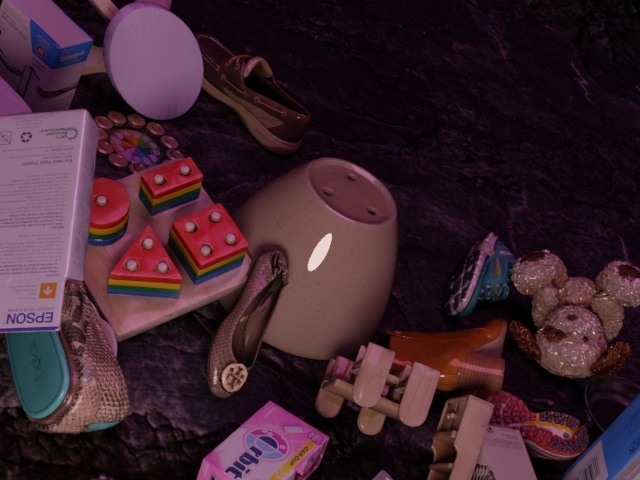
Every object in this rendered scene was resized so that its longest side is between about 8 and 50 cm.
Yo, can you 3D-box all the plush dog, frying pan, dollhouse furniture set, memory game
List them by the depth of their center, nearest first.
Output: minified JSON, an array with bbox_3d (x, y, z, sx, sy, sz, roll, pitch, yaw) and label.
[{"bbox_3d":[0.114,0.281,1.767,0.242,0.212,0.161,24,73,-10],"label":"dollhouse furniture set"},{"bbox_3d":[0.520,0.340,2.119,0.326,0.053,0.197,-11,52,-42],"label":"frying pan"},{"bbox_3d":[-0.335,-0.175,2.141,0.186,0.012,0.186,20,36,-16],"label":"memory game"},{"bbox_3d":[0.478,0.165,2.232,0.262,0.210,0.225,10,46,18],"label":"plush dog"}]

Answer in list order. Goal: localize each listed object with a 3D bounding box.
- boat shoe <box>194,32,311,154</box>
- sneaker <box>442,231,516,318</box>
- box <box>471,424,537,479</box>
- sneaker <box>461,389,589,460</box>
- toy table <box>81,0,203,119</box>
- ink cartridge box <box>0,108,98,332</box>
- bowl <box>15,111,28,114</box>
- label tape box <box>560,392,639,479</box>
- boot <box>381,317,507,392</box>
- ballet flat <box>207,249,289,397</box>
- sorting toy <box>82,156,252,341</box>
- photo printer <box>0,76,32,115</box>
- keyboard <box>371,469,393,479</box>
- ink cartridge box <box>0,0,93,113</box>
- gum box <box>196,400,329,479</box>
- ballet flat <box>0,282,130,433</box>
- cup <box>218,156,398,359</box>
[{"bbox_3d":[-0.143,-0.324,2.374,0.123,0.123,0.342,-14,55,-46],"label":"boat shoe"},{"bbox_3d":[0.318,0.074,2.258,0.110,0.107,0.275,43,35,0],"label":"sneaker"},{"bbox_3d":[0.277,0.420,1.783,0.094,0.113,0.275,13,37,-23],"label":"box"},{"bbox_3d":[0.332,0.322,1.982,0.225,0.093,0.088,21,62,9],"label":"sneaker"},{"bbox_3d":[-0.346,-0.362,2.192,0.252,0.274,0.161,-35,55,-18],"label":"toy table"},{"bbox_3d":[-0.476,-0.015,1.600,0.324,0.071,0.330,-3,67,10],"label":"ink cartridge box"},{"bbox_3d":[-0.458,-0.121,1.888,0.142,0.142,0.053,31,-2,-10],"label":"bowl"},{"bbox_3d":[0.610,0.411,1.923,0.347,0.249,0.115,23,35,-12],"label":"label tape box"},{"bbox_3d":[0.213,0.182,2.044,0.211,0.104,0.295,11,13,6],"label":"boot"},{"bbox_3d":[-0.104,0.126,1.800,0.084,0.058,0.250,49,56,-47],"label":"ballet flat"},{"bbox_3d":[-0.262,-0.010,1.834,0.255,0.089,0.257,-23,65,-27],"label":"sorting toy"},{"bbox_3d":[-0.649,-0.211,1.862,0.256,0.107,0.307,42,36,15],"label":"photo printer"},{"bbox_3d":[0.066,0.404,1.689,0.072,0.014,0.256,39,25,13],"label":"keyboard"},{"bbox_3d":[-0.492,-0.302,2.012,0.148,0.203,0.086,42,38,15],"label":"ink cartridge box"},{"bbox_3d":[-0.084,0.317,1.660,0.107,0.062,0.188,29,33,18],"label":"gum box"},{"bbox_3d":[-0.398,0.073,1.691,0.182,0.164,0.483,21,35,-55],"label":"ballet flat"},{"bbox_3d":[0.000,0.000,1.983,0.331,0.237,0.331,20,36,-15],"label":"cup"}]
